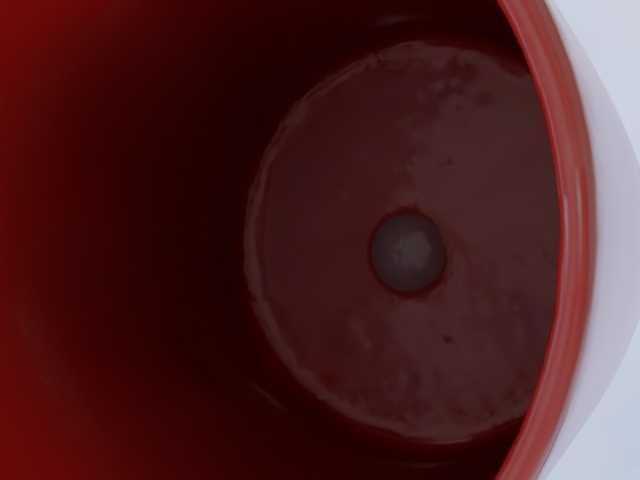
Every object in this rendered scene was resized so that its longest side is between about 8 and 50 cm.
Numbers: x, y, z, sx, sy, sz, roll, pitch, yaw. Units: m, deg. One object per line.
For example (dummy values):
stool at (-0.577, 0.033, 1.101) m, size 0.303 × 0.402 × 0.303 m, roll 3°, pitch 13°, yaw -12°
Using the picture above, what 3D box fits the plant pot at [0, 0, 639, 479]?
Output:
plant pot at (0.000, 0.000, 0.550) m, size 0.275 × 0.243 × 0.275 m, roll 0°, pitch -91°, yaw 24°
